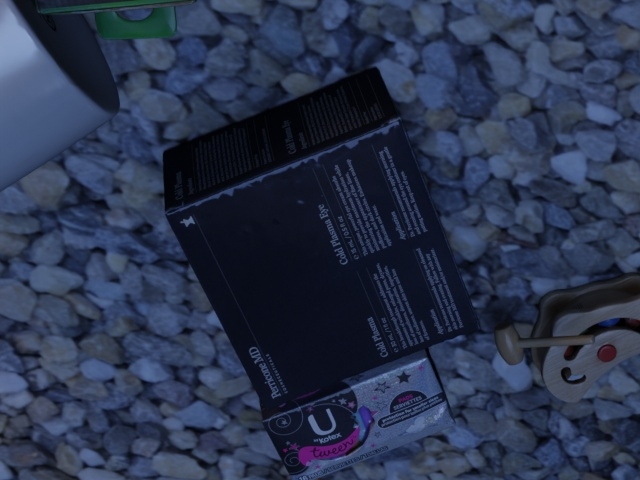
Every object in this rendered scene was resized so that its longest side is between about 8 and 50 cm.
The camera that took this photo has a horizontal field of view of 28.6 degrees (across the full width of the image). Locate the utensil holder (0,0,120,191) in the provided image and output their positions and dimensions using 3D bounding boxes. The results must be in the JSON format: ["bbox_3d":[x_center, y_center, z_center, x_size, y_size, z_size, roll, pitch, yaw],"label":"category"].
[{"bbox_3d":[-0.468,-0.172,1.421,0.386,0.327,0.327,-30,119,6],"label":"utensil holder"}]

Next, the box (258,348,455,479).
[{"bbox_3d":[0.044,0.213,1.798,0.247,0.163,0.142,-22,122,4],"label":"box"}]

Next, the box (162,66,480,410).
[{"bbox_3d":[0.000,0.000,1.662,0.313,0.179,0.343,-21,120,3],"label":"box"}]

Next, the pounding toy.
[{"bbox_3d":[0.394,0.164,1.824,0.270,0.155,0.154,-13,116,0],"label":"pounding toy"}]

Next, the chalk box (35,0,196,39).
[{"bbox_3d":[-0.215,-0.353,1.331,0.180,0.179,0.288,-3,126,5],"label":"chalk box"}]
